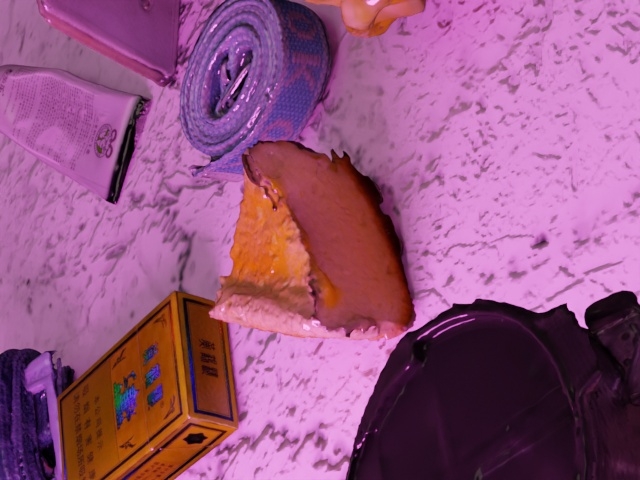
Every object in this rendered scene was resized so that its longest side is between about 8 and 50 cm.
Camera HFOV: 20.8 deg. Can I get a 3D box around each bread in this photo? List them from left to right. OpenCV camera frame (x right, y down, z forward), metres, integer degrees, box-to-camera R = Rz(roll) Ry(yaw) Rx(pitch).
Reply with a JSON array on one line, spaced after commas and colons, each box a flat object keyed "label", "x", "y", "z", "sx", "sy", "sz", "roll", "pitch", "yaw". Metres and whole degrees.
[{"label": "bread", "x": 0.000, "y": 0.000, "z": 1.438, "sx": 0.169, "sy": 0.140, "sz": 0.160, "roll": 8, "pitch": 93, "yaw": 51}]

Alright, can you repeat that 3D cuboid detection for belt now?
[{"label": "belt", "x": -0.304, "y": 0.210, "z": 1.780, "sx": 0.128, "sy": 0.122, "sz": 0.218, "roll": -33, "pitch": 50, "yaw": 25}, {"label": "belt", "x": -0.062, "y": -0.151, "z": 1.648, "sx": 0.163, "sy": 0.082, "sz": 0.147, "roll": -34, "pitch": 59, "yaw": 38}]

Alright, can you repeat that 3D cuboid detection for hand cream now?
[{"label": "hand cream", "x": -0.302, "y": -0.139, "z": 2.006, "sx": 0.336, "sy": 0.076, "sz": 0.121, "roll": 24, "pitch": 100, "yaw": 49}]

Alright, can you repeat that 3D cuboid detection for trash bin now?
[{"label": "trash bin", "x": 0.180, "y": 0.164, "z": 0.965, "sx": 0.252, "sy": 0.302, "sz": 0.203, "roll": -55, "pitch": 38, "yaw": 22}]

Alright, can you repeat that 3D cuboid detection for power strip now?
[{"label": "power strip", "x": -0.234, "y": -0.278, "z": 1.830, "sx": 0.065, "sy": 0.213, "sz": 0.198, "roll": -12, "pitch": 63, "yaw": 35}]

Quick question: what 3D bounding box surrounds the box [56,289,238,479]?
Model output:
[{"label": "box", "x": -0.169, "y": 0.164, "z": 1.665, "sx": 0.220, "sy": 0.064, "sz": 0.141, "roll": -43, "pitch": 43, "yaw": 38}]

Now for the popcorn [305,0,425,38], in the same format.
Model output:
[{"label": "popcorn", "x": 0.032, "y": -0.335, "z": 1.439, "sx": 0.312, "sy": 0.312, "sz": 0.312, "roll": -28, "pitch": 53, "yaw": 45}]
